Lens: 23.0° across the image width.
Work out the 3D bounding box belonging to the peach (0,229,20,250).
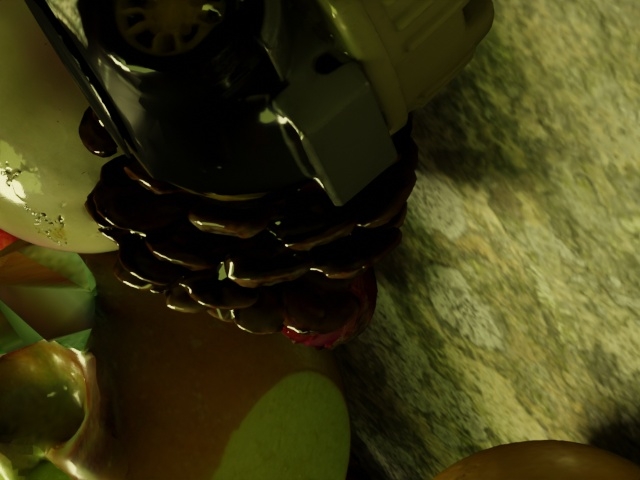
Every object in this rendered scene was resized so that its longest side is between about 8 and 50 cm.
[{"bbox_3d":[-0.333,-0.050,1.625,0.197,0.197,0.197,41,155,24],"label":"peach"}]

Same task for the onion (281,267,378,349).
[{"bbox_3d":[0.000,0.000,1.191,0.150,0.150,0.140,46,114,14],"label":"onion"}]

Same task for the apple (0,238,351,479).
[{"bbox_3d":[-0.159,0.163,1.350,0.374,0.374,0.384,100,165,-61],"label":"apple"}]

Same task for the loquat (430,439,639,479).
[{"bbox_3d":[0.156,0.264,1.080,0.263,0.263,0.263,41,155,24],"label":"loquat"}]

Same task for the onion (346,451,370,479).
[{"bbox_3d":[-0.070,0.295,1.609,0.227,0.120,0.283,41,138,-1],"label":"onion"}]

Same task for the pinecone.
[{"bbox_3d":[-0.044,-0.060,1.024,0.224,0.224,0.272,37,147,32],"label":"pinecone"}]

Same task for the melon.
[{"bbox_3d":[-0.211,-0.116,1.241,0.317,0.223,0.223,37,153,34],"label":"melon"}]

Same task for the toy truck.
[{"bbox_3d":[-0.070,-0.213,0.809,0.405,0.254,0.180,51,174,22],"label":"toy truck"}]
